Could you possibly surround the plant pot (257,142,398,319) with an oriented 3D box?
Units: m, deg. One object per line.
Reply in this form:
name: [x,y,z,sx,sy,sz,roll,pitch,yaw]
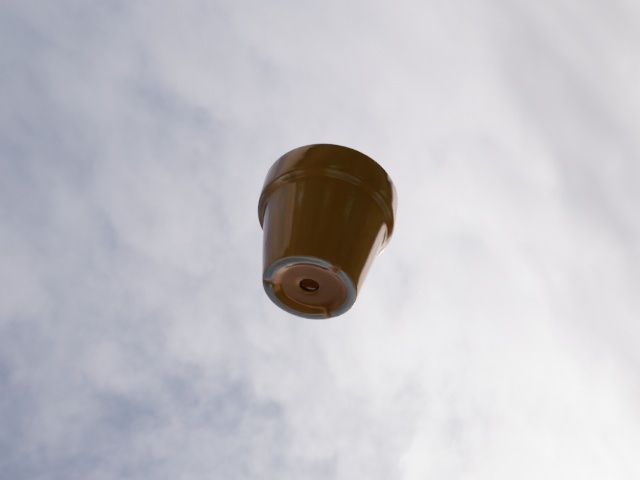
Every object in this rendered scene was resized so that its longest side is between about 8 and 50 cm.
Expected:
plant pot: [0.000,0.000,0.914,0.205,0.205,0.188,32,-139,-17]
